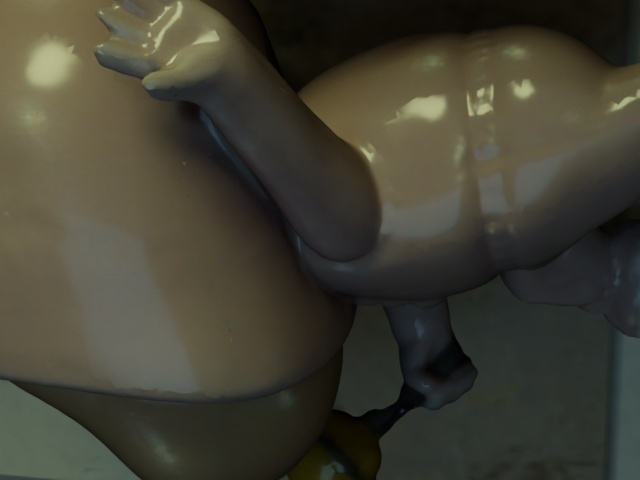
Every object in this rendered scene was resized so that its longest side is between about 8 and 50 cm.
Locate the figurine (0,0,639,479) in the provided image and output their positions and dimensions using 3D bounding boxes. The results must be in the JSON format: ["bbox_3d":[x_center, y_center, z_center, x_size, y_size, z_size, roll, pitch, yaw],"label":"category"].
[{"bbox_3d":[0.000,0.000,0.557,0.288,0.176,0.186,-3,100,-2],"label":"figurine"}]
